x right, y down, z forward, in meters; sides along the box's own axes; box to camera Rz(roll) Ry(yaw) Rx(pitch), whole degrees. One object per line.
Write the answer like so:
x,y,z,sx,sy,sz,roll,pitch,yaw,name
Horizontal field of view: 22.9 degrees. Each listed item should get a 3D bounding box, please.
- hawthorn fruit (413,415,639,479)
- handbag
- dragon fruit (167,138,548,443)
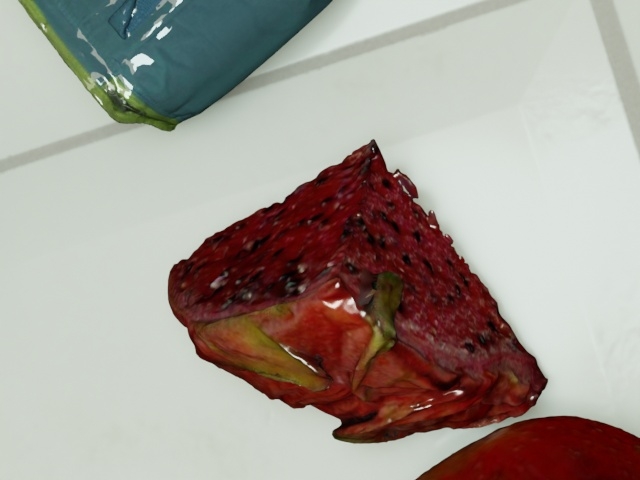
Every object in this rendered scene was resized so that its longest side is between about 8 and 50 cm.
0.180,0.266,1.288,0.265,0.307,0.265,-22,61,46,hawthorn fruit
-0.132,-0.256,1.391,0.241,0.222,0.263,-39,82,10,handbag
0.069,0.063,1.339,0.330,0.302,0.240,27,95,-20,dragon fruit
